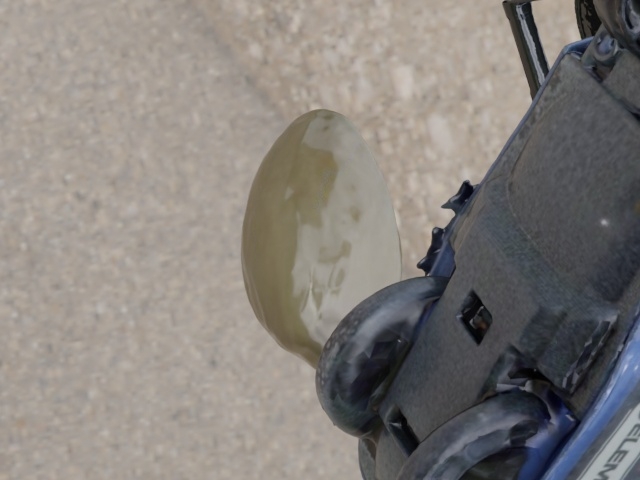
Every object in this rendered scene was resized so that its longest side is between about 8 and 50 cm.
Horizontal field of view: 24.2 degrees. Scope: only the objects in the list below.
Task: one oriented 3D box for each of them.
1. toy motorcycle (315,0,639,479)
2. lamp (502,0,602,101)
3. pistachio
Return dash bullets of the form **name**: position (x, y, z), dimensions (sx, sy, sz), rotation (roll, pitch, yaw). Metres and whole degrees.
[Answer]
- **toy motorcycle**: position (0.139, 0.011, 0.608), dimensions (0.212, 0.359, 0.125), rotation (8, 32, -32)
- **lamp**: position (0.256, -0.158, 0.932), dimensions (0.227, 0.172, 0.147), rotation (-29, 112, -22)
- **pistachio**: position (0.000, 0.000, 1.247), dimensions (0.136, 0.135, 0.226), rotation (21, 63, -52)
